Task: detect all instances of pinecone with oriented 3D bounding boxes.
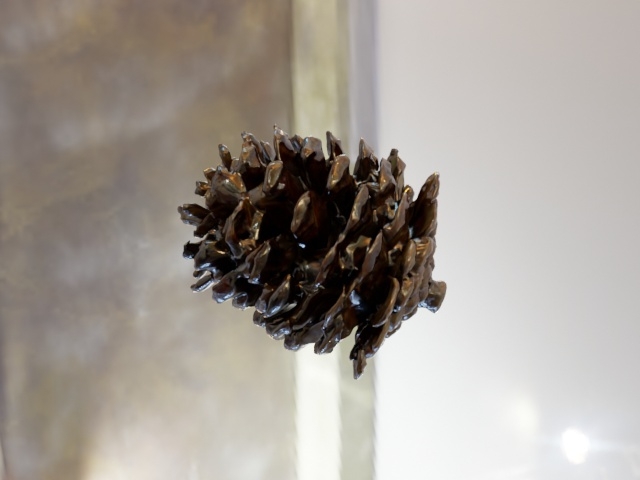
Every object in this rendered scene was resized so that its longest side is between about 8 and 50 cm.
[{"bbox_3d":[0.000,0.000,1.333,0.224,0.272,0.224,-61,-175,9],"label":"pinecone"}]
